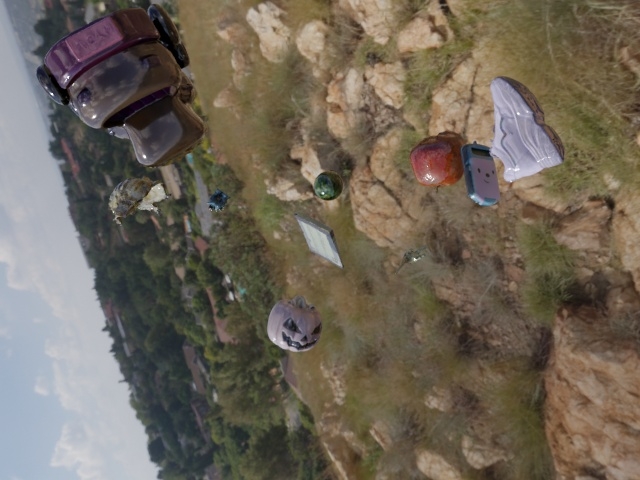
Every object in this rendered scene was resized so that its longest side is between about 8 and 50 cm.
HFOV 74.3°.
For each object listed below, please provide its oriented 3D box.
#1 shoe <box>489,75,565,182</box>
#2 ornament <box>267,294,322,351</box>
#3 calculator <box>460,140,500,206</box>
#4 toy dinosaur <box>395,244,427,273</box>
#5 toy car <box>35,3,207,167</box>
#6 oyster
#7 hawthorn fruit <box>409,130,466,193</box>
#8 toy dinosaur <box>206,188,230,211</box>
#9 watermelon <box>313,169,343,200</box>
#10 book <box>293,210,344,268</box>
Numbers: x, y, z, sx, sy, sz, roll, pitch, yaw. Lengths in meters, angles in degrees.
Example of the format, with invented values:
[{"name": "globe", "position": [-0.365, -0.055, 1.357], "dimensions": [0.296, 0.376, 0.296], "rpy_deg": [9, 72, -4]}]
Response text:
[{"name": "shoe", "position": [0.445, -0.256, 0.980], "dimensions": [0.137, 0.095, 0.245], "rpy_deg": [-35, 76, 41]}, {"name": "ornament", "position": [-0.078, 0.258, 1.332], "dimensions": [0.177, 0.177, 0.178], "rpy_deg": [38, 138, 45]}, {"name": "calculator", "position": [0.680, -0.287, 1.794], "dimensions": [0.051, 0.172, 0.293], "rpy_deg": [-28, 64, 60]}, {"name": "toy dinosaur", "position": [0.230, 0.039, 1.048], "dimensions": [0.058, 0.180, 0.037], "rpy_deg": [-47, 70, 30]}, {"name": "toy car", "position": [-0.365, -0.285, 0.863], "dimensions": [0.241, 0.271, 0.340], "rpy_deg": [59, 175, -8]}, {"name": "oyster", "position": [-0.610, -0.139, 1.434], "dimensions": [0.133, 0.197, 0.337], "rpy_deg": [65, 165, -6]}, {"name": "hawthorn fruit", "position": [0.568, -0.376, 2.038], "dimensions": [0.275, 0.275, 0.300], "rpy_deg": [8, 97, 59]}, {"name": "toy dinosaur", "position": [-0.220, -0.084, 0.908], "dimensions": [0.030, 0.047, 0.083], "rpy_deg": [34, 178, -1]}, {"name": "watermelon", "position": [0.025, -0.184, 1.392], "dimensions": [0.109, 0.108, 0.109], "rpy_deg": [38, 138, 45]}, {"name": "book", "position": [0.001, -0.001, 1.455], "dimensions": [0.157, 0.026, 0.231], "rpy_deg": [28, 157, 29]}]
